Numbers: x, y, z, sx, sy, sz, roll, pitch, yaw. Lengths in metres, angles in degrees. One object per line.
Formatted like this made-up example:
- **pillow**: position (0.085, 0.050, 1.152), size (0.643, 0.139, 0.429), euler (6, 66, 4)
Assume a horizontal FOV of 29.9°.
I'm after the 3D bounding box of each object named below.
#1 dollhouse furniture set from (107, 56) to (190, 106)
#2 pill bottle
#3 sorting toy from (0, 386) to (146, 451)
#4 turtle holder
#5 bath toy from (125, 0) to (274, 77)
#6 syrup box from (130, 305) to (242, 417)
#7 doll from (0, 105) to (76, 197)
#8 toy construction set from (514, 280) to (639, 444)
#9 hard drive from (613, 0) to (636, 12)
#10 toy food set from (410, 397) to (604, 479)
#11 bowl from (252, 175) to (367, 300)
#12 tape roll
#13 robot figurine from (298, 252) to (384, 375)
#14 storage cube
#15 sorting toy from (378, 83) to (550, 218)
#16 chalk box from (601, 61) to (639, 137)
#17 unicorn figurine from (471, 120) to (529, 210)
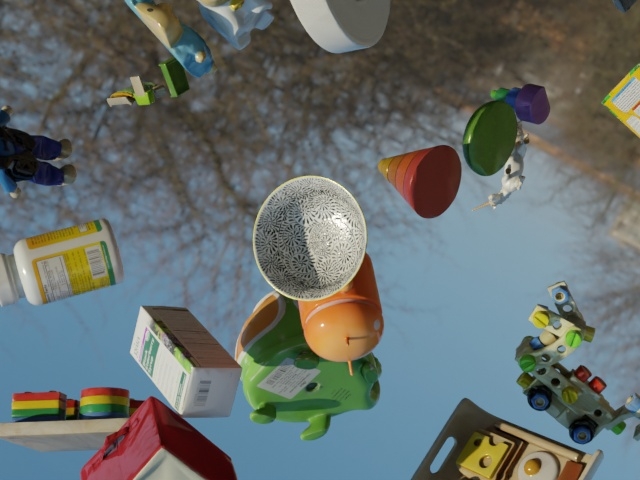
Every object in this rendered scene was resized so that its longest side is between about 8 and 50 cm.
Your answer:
- **dollhouse furniture set**: position (-0.286, -0.261, 1.957), size (0.152, 0.058, 0.076), euler (2, -152, 41)
- **pill bottle**: position (-0.445, 0.043, 2.020), size (0.208, 0.117, 0.117), euler (-16, -153, -14)
- **sorting toy**: position (-0.440, 0.334, 2.244), size (0.256, 0.089, 0.257), euler (-3, 163, 6)
- **turtle holder**: position (-0.006, 0.212, 2.247), size (0.320, 0.243, 0.227), euler (-1, -137, -20)
- **bath toy**: position (-0.071, -0.363, 1.480), size (0.129, 0.348, 0.151), euler (47, 174, 9)
- **syrup box**: position (-0.228, 0.198, 1.997), size (0.096, 0.093, 0.237), euler (5, -161, -33)
- **doll**: position (-0.403, -0.119, 1.595), size (0.046, 0.129, 0.189), euler (-15, 171, 24)
- **toy construction set**: position (0.491, 0.252, 2.209), size (0.328, 0.215, 0.151), euler (43, -161, 12)
- **hard drive**: position (0.468, -0.404, 1.727), size (0.022, 0.135, 0.094), euler (46, -176, 37)
- **toy food set**: position (0.298, 0.397, 1.999), size (0.306, 0.219, 0.092), euler (17, 158, 48)
- **bowl**: position (0.000, 0.000, 1.647), size (0.170, 0.170, 0.080), euler (31, -172, 24)
- **tape roll**: position (0.028, -0.549, 2.262), size (0.072, 0.392, 0.392), euler (-7, 178, 25)
- **robot figurine**: position (0.029, 0.094, 1.840), size (0.128, 0.158, 0.219), euler (22, -138, -34)
- **storage cube**: position (-0.254, 0.399, 1.906), size (0.215, 0.183, 0.193), euler (42, -177, -20)
- **sorting toy**: position (0.227, -0.170, 1.990), size (0.126, 0.127, 0.365), euler (21, -134, 41)
- **chalk box**: position (0.528, -0.242, 1.689), size (0.132, 0.213, 0.132), euler (43, 158, 6)
- **unicorn figurine**: position (0.332, -0.121, 2.099), size (0.060, 0.162, 0.111), euler (27, 171, 6)
